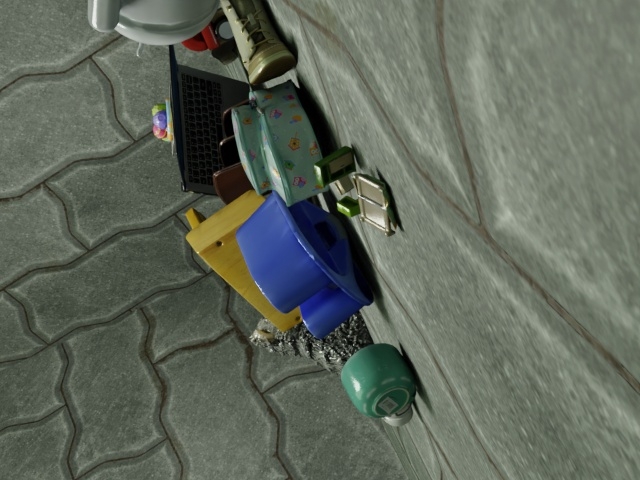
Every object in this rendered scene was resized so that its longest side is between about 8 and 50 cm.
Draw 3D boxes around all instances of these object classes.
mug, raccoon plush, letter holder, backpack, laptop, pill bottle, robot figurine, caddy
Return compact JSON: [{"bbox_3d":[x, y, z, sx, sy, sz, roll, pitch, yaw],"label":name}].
[{"bbox_3d":[0.129,0.276,1.438,0.097,0.157,0.130,-123,34,-48],"label":"mug"},{"bbox_3d":[0.001,0.330,2.021,0.216,0.299,0.446,73,171,-57],"label":"raccoon plush"},{"bbox_3d":[-0.188,-0.216,1.893,0.302,0.214,0.152,84,162,-77],"label":"letter holder"},{"bbox_3d":[-0.059,-0.149,1.200,0.188,0.144,0.166,-124,15,-49],"label":"backpack"},{"bbox_3d":[-0.283,-0.339,2.022,0.236,0.407,0.382,-21,70,46],"label":"laptop"},{"bbox_3d":[0.157,0.340,1.638,0.078,0.078,0.137,-120,8,-55],"label":"pill bottle"},{"bbox_3d":[-0.236,-0.428,1.080,0.199,0.300,0.353,33,149,5],"label":"robot figurine"},{"bbox_3d":[-0.021,0.027,1.493,0.241,0.179,0.341,41,-168,-38],"label":"caddy"}]

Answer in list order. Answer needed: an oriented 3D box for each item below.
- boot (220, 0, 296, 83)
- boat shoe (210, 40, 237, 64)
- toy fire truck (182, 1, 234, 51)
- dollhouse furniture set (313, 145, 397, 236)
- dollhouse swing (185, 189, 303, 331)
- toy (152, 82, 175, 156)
[{"bbox_3d":[-0.105,-0.337,1.185,0.213,0.077,0.165,-134,22,-79],"label":"boot"},{"bbox_3d":[-0.289,-0.569,2.157,0.065,0.075,0.206,62,180,4],"label":"boat shoe"},{"bbox_3d":[-0.342,-0.541,1.781,0.158,0.246,0.217,-118,6,-49],"label":"toy fire truck"},{"bbox_3d":[0.060,-0.069,0.957,0.151,0.058,0.076,33,144,46],"label":"dollhouse furniture set"},{"bbox_3d":[-0.147,0.006,1.948,0.347,0.315,0.305,47,-162,-32],"label":"dollhouse swing"},{"bbox_3d":[-0.406,-0.305,1.929,0.237,0.056,0.137,140,124,-79],"label":"toy"}]
